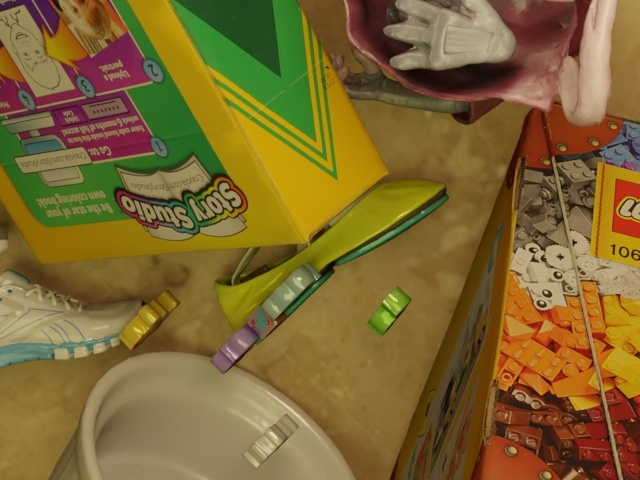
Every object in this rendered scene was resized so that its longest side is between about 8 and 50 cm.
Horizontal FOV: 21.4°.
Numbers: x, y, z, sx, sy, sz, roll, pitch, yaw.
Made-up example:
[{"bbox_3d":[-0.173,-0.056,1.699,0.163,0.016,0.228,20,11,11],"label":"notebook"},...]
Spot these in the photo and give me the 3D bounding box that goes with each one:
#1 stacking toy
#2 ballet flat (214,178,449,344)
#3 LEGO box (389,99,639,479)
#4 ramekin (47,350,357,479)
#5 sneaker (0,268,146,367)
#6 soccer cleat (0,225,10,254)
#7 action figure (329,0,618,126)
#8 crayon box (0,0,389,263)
[{"bbox_3d":[-0.048,0.064,1.407,0.167,0.052,0.221,44,118,5],"label":"stacking toy"},{"bbox_3d":[0.000,0.000,1.437,0.231,0.077,0.077,-37,89,22],"label":"ballet flat"},{"bbox_3d":[0.166,0.211,1.262,0.193,0.372,0.500,14,137,-1],"label":"LEGO box"},{"bbox_3d":[-0.107,0.242,1.450,0.277,0.277,0.135,32,121,-8],"label":"ramekin"},{"bbox_3d":[-0.248,0.063,1.483,0.190,0.071,0.083,-10,102,-5],"label":"sneaker"},{"bbox_3d":[-0.355,-0.114,1.412,0.143,0.116,0.331,-16,115,-4],"label":"soccer cleat"},{"bbox_3d":[0.143,-0.200,1.187,0.275,0.370,0.248,15,95,26],"label":"action figure"},{"bbox_3d":[-0.163,-0.141,1.267,0.363,0.106,0.313,-4,122,51],"label":"crayon box"}]
